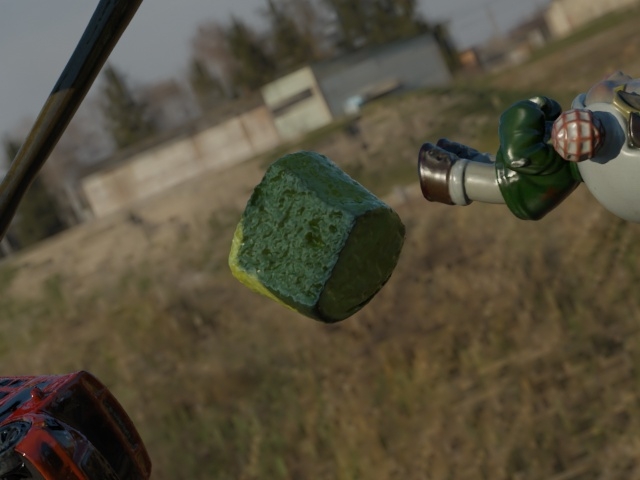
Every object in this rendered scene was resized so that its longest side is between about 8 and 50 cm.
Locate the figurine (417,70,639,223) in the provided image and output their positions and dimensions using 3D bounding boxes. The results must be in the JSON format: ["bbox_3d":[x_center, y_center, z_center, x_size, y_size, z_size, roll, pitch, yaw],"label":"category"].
[{"bbox_3d":[0.290,-0.093,1.985,0.370,0.167,0.281,-6,4,25],"label":"figurine"}]

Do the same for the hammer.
[{"bbox_3d":[-0.285,-0.129,1.974,0.440,0.044,0.168,-63,-5,-17],"label":"hammer"}]

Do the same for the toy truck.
[{"bbox_3d":[-0.195,0.144,1.170,0.252,0.107,0.114,-7,29,50],"label":"toy truck"}]

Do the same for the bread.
[{"bbox_3d":[0.000,0.000,1.554,0.111,0.129,0.114,7,20,-48],"label":"bread"}]
